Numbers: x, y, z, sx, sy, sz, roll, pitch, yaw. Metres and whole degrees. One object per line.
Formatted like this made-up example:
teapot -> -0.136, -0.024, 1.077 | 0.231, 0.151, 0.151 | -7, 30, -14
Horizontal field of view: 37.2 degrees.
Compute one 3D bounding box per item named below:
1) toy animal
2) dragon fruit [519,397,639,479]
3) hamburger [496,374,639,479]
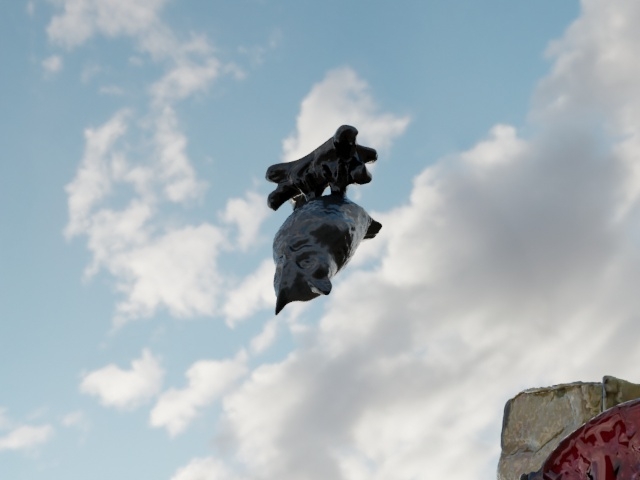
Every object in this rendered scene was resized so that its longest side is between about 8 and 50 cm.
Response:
toy animal -> 0.001, 0.004, 0.907 | 0.121, 0.210, 0.117 | -21, -51, 29
dragon fruit -> 0.298, 0.261, 0.574 | 0.249, 0.371, 0.386 | -2, -48, -37
hamburger -> 0.274, 0.213, 0.928 | 0.135, 0.155, 0.207 | 14, -26, -14
